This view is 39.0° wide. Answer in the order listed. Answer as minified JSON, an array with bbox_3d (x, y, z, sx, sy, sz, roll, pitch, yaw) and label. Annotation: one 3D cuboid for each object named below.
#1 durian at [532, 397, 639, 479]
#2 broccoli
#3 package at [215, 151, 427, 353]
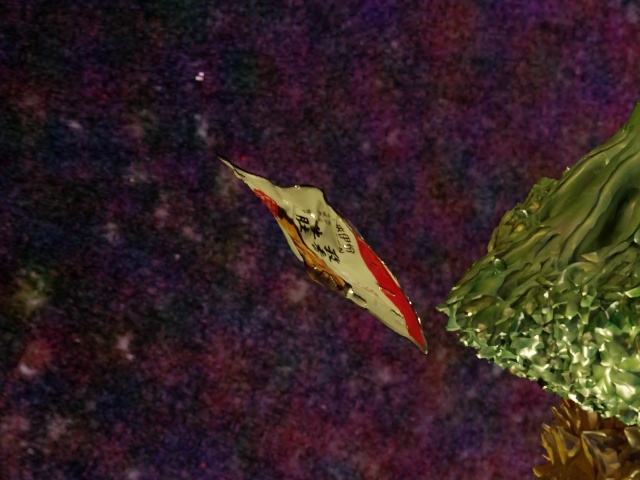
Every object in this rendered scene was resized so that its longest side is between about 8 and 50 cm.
[{"bbox_3d":[0.261,0.195,0.598,0.112,0.341,0.191,35,84,-46],"label":"durian"},{"bbox_3d":[0.169,-0.003,0.434,0.219,0.194,0.194,20,84,-54],"label":"broccoli"},{"bbox_3d":[0.000,0.000,0.784,0.030,0.239,0.154,-44,124,-12],"label":"package"}]
